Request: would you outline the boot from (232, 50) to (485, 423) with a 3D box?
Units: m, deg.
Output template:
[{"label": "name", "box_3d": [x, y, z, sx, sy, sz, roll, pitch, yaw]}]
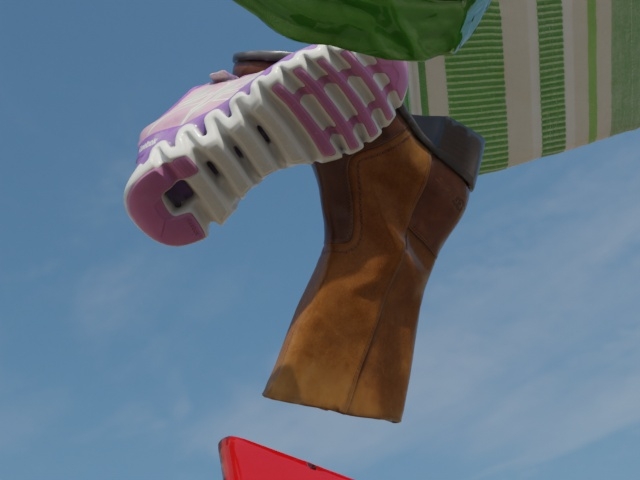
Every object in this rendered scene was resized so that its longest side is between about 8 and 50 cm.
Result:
[{"label": "boot", "box_3d": [0.000, 0.000, 0.929, 0.264, 0.280, 0.096, 24, -7, -38]}]

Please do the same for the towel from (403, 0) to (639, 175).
[{"label": "towel", "box_3d": [0.246, -0.210, 1.304, 0.324, 0.038, 0.248, -18, -61, -17]}]

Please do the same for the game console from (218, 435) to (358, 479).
[{"label": "game console", "box_3d": [0.002, 0.182, 0.536, 0.144, 0.124, 0.085, 25, -9, -24]}]

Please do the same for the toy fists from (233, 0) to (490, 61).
[{"label": "toy fists", "box_3d": [-0.049, -0.136, 0.267, 0.279, 0.096, 0.142, 18, -32, -7]}]

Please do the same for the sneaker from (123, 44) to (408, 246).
[{"label": "sneaker", "box_3d": [-0.048, -0.096, 0.827, 0.236, 0.104, 0.095, -29, -54, 3]}]
